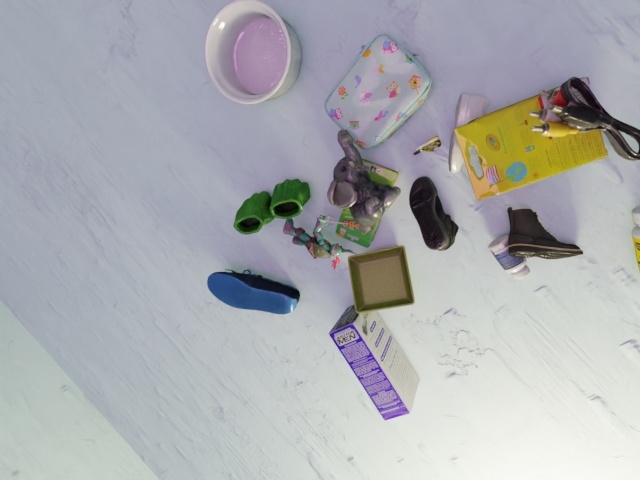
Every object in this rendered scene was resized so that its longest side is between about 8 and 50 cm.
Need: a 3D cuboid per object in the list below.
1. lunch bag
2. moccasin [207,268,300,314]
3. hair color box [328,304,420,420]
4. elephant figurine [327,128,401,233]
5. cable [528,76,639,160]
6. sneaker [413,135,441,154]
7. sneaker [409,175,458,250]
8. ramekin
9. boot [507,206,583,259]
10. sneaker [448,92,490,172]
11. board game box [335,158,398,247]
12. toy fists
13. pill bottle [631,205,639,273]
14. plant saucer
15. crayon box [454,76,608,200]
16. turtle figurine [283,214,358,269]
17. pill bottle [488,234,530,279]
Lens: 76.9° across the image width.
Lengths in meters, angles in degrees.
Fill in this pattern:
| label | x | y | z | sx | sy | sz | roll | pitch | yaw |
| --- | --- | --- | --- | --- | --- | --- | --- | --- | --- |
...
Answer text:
| label | x | y | z | sx | sy | sz | roll | pitch | yaw |
| --- | --- | --- | --- | --- | --- | --- | --- | --- | --- |
| lunch bag | 0.159 | -0.414 | 1.125 | 0.224 | 0.108 | 0.279 | 47 | 116 | 5 |
| moccasin | -0.240 | 0.188 | 1.461 | 0.343 | 0.117 | 0.137 | 18 | 112 | 12 |
| hair color box | 0.182 | 0.383 | 1.318 | 0.110 | 0.185 | 0.338 | -29 | 94 | 27 |
| elephant figurine | 0.099 | -0.164 | 1.169 | 0.239 | 0.169 | 0.186 | 40 | 91 | 5 |
| cable | 0.633 | -0.279 | 0.941 | 0.288 | 0.072 | 0.139 | 17 | 86 | -10 |
| sneaker | 0.307 | -0.265 | 1.156 | 0.083 | 0.031 | 0.035 | -29 | 95 | 26 |
| sneaker | 0.334 | -0.074 | 1.184 | 0.087 | 0.130 | 0.227 | -26 | 68 | 30 |
| ramekin | -0.190 | -0.550 | 1.201 | 0.278 | 0.135 | 0.276 | 6 | 108 | 19 |
| boot | 0.609 | -0.023 | 1.097 | 0.198 | 0.077 | 0.136 | 5 | 73 | -9 |
| sneaker | 0.406 | -0.284 | 1.093 | 0.094 | 0.080 | 0.211 | 9 | 108 | 6 |
| board game box | 0.140 | -0.113 | 1.265 | 0.124 | 0.039 | 0.259 | 24 | 110 | 14 |
| toy fists | -0.157 | -0.114 | 1.323 | 0.280 | 0.142 | 0.096 | -20 | 129 | 25 |
| pill bottle | 0.844 | 0.015 | 0.988 | 0.119 | 0.119 | 0.208 | -14 | 100 | 24 |
| plant saucer | 0.193 | 0.126 | 1.276 | 0.189 | 0.045 | 0.187 | -13 | 73 | 19 |
| crayon box | 0.513 | -0.248 | 1.015 | 0.319 | 0.081 | 0.202 | -19 | 99 | 9 |
| turtle figurine | 0.000 | 0.000 | 1.283 | 0.235 | 0.118 | 0.175 | 17 | 142 | 29 |
| pill bottle | 0.538 | 0.048 | 1.144 | 0.067 | 0.067 | 0.120 | -36 | 91 | 26 |
